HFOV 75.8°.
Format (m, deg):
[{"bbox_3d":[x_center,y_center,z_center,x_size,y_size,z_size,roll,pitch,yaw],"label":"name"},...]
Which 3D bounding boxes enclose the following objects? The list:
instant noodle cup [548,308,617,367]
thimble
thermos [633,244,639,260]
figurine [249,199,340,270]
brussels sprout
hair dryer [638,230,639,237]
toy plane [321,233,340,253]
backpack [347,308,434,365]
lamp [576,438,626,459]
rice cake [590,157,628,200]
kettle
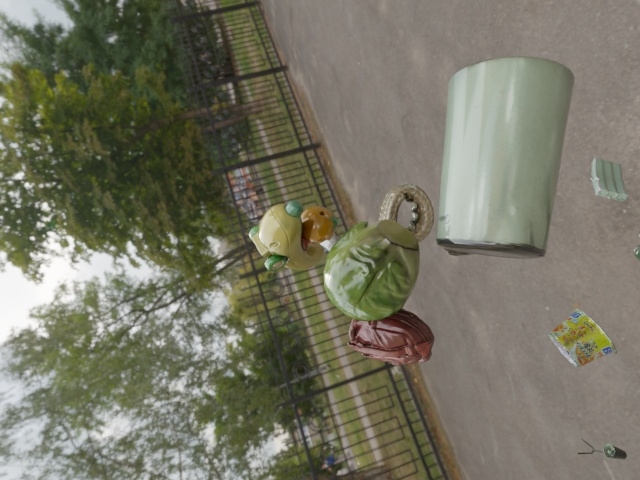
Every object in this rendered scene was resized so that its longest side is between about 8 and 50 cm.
[{"bbox_3d":[1.017,0.394,1.614,0.205,0.153,0.205,49,-169,-13],"label":"instant noodle cup"},{"bbox_3d":[0.335,-0.103,1.635,0.148,0.195,0.229,-134,24,-75],"label":"thimble"},{"bbox_3d":[1.357,0.089,1.670,0.188,0.073,0.083,-70,-12,-56],"label":"thermos"},{"bbox_3d":[-0.055,-0.014,1.142,0.124,0.222,0.324,55,-171,26],"label":"figurine"},{"bbox_3d":[0.122,0.072,0.980,0.244,0.243,0.244,163,90,-81],"label":"brussels sprout"},{"bbox_3d":[0.894,-0.076,0.893,0.361,0.300,0.121,-37,56,57],"label":"hair dryer"},{"bbox_3d":[0.003,-0.003,1.767,0.252,0.118,0.252,37,170,8],"label":"toy plane"},{"bbox_3d":[0.192,0.257,1.089,0.229,0.229,0.139,84,-153,-49],"label":"backpack"},{"bbox_3d":[0.709,0.528,1.031,0.121,0.054,0.041,121,165,-67],"label":"lamp"},{"bbox_3d":[1.251,-0.269,1.790,0.043,0.127,0.237,92,-161,-49],"label":"rice cake"},{"bbox_3d":[0.375,-0.154,0.938,0.361,0.249,0.377,165,113,-81],"label":"kettle"}]
